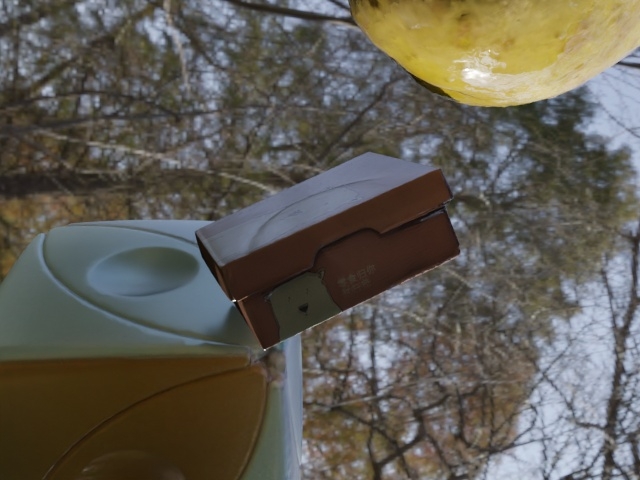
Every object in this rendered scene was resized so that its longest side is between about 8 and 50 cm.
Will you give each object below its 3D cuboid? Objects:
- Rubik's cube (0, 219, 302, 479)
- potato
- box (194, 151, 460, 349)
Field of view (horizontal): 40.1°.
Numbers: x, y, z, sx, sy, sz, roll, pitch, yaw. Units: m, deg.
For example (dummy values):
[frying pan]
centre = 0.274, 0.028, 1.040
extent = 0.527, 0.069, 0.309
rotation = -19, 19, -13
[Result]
[Rubik's cube]
centre = -0.196, 0.190, 1.067
extent = 0.351, 0.347, 0.352
rotation = -90, 179, -67
[potato]
centre = 0.133, -0.205, 0.660
extent = 0.242, 0.285, 0.242
rotation = -1, -96, 12
[box]
centre = 0.000, 0.000, 0.844
extent = 0.086, 0.215, 0.215
rotation = 68, -10, -14
